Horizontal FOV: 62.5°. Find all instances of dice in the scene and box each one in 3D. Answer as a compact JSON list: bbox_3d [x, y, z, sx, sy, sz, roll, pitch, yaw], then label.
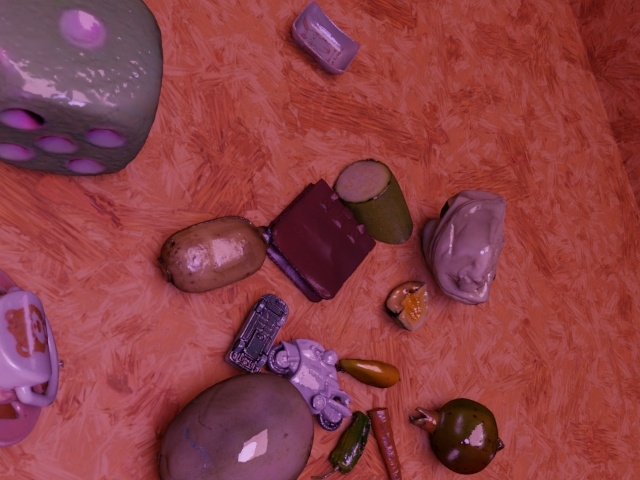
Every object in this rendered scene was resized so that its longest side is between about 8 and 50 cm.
[{"bbox_3d":[-0.519,-0.330,1.060,0.319,0.330,0.322,9,69,-35],"label":"dice"}]

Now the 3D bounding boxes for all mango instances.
[{"bbox_3d":[0.133,0.348,1.398,0.188,0.101,0.066,24,63,-23],"label":"mango"}]

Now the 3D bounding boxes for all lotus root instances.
[{"bbox_3d":[-0.237,0.027,1.239,0.284,0.146,0.160,-20,105,-27],"label":"lotus root"}]

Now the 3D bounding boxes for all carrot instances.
[{"bbox_3d":[0.181,0.553,1.393,0.057,0.057,0.224,-12,83,-35],"label":"carrot"}]

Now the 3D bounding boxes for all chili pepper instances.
[{"bbox_3d":[0.071,0.529,1.323,0.072,0.073,0.204,53,55,-25],"label":"chili pepper"}]

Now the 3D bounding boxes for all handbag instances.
[{"bbox_3d":[-0.001,0.001,1.436,0.260,0.084,0.275,47,55,-11],"label":"handbag"}]

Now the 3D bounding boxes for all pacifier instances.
[{"bbox_3d":[-0.584,0.195,0.912,0.273,0.220,0.331,-5,64,-34],"label":"pacifier"}]

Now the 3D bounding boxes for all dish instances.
[{"bbox_3d":[0.006,-0.615,1.643,0.212,0.077,0.151,38,60,-17],"label":"dish"}]

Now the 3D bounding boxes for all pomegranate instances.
[{"bbox_3d":[0.373,0.521,1.441,0.246,0.198,0.198,35,59,-19],"label":"pomegranate"}]

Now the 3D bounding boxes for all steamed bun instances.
[{"bbox_3d":[0.424,0.013,1.615,0.394,0.238,0.346,-6,107,-66],"label":"steamed bun"}]

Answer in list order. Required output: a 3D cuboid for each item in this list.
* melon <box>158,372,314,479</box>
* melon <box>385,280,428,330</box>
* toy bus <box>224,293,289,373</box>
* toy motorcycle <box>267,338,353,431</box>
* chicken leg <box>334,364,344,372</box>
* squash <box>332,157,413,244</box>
[{"bbox_3d":[-0.172,0.422,1.077,0.330,0.268,0.268,-32,93,-27],"label":"melon"},{"bbox_3d":[0.251,0.201,1.545,0.160,0.079,0.128,-44,118,-35],"label":"melon"},{"bbox_3d":[-0.153,0.222,1.261,0.087,0.089,0.193,36,59,-17],"label":"toy bus"},{"bbox_3d":[-0.011,0.334,1.306,0.260,0.110,0.171,50,54,-6],"label":"toy motorcycle"},{"bbox_3d":[0.031,0.342,1.383,0.083,0.021,0.036,-16,74,-36],"label":"chicken leg"},{"bbox_3d":[0.166,-0.101,1.614,0.260,0.189,0.189,59,44,-50],"label":"squash"}]
